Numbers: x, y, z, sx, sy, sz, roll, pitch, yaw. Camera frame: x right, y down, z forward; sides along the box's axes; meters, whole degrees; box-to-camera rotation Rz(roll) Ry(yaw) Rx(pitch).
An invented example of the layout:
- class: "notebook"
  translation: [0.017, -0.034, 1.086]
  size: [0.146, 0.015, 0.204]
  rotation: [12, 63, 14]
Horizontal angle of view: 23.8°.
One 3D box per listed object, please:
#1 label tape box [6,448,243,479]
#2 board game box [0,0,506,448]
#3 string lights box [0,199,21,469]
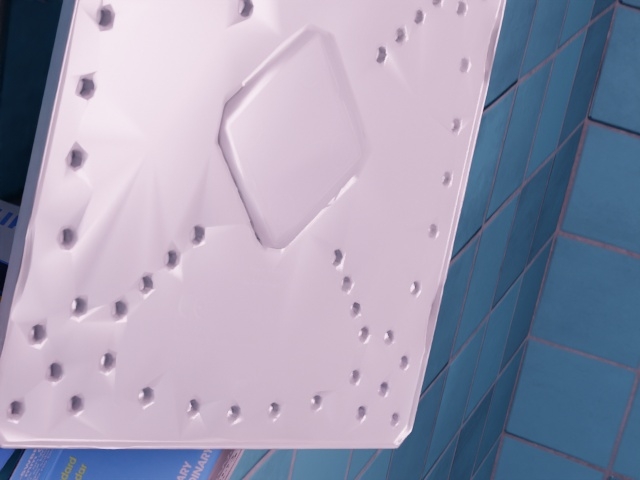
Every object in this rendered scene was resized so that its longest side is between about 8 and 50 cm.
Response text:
- class: "label tape box"
  translation: [-0.097, 0.103, 1.100]
  size: [0.240, 0.106, 0.333]
  rotation: [-63, 176, -4]
- class: "board game box"
  translation: [-0.033, -0.066, 0.947]
  size: [0.390, 0.050, 0.390]
  rotation: [10, 92, -52]
- class: "string lights box"
  translation: [-0.237, 0.107, 0.866]
  size: [0.133, 0.077, 0.259]
  rotation: [90, 24, -48]
